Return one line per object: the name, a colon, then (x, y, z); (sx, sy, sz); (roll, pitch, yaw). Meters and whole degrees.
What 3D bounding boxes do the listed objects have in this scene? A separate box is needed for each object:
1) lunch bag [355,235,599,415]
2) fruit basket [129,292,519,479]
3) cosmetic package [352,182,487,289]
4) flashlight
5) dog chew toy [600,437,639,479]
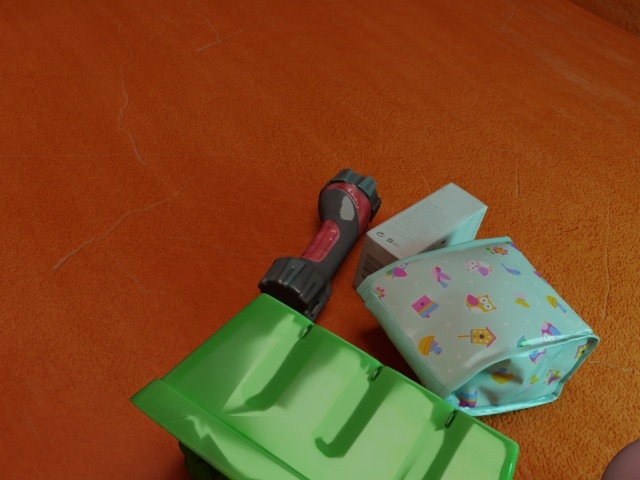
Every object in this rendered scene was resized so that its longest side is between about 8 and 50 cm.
lunch bag: (0.202, 0.121, 0.984); (0.262, 0.160, 0.223); (-6, 44, -30)
fruit basket: (-0.030, 0.281, 0.677); (0.391, 0.283, 0.392); (-3, 65, 6)
cosmetic package: (0.160, 0.008, 1.140); (0.085, 0.117, 0.231); (38, 47, 27)
flashlight: (0.000, 0.000, 1.120); (0.103, 0.103, 0.304); (1, 33, 29)
dog chew toy: (0.422, 0.365, 0.730); (0.206, 0.207, 0.332); (1, 48, -14)
